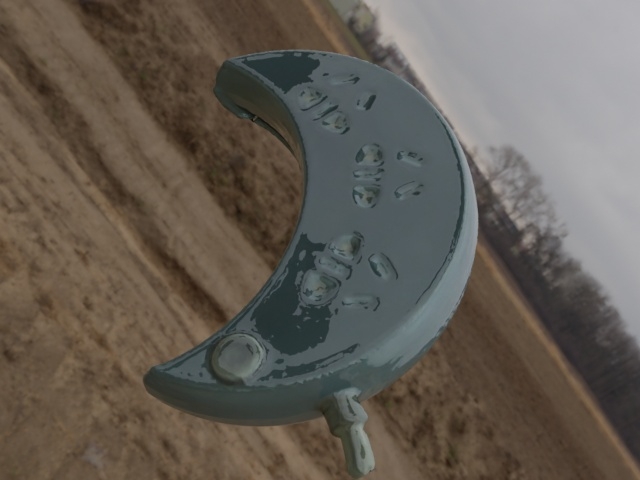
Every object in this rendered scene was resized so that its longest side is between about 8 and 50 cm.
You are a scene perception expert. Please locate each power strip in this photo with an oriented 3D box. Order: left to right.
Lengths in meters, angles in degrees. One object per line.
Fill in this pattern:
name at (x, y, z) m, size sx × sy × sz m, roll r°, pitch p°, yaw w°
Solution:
power strip at (0.000, 0.000, 0.427) m, size 0.054 × 0.167 × 0.254 m, roll 71°, pitch 20°, yaw -55°
